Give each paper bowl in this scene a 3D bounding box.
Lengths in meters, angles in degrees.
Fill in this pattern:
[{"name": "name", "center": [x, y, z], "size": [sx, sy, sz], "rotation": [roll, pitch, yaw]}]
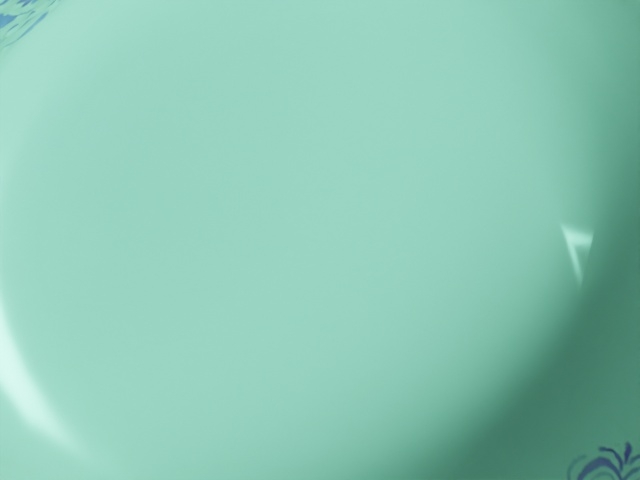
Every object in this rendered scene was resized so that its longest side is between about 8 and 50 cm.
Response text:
[{"name": "paper bowl", "center": [0.000, 0.000, 0.461], "size": [0.284, 0.284, 0.148], "rotation": [52, 10, -26]}]
